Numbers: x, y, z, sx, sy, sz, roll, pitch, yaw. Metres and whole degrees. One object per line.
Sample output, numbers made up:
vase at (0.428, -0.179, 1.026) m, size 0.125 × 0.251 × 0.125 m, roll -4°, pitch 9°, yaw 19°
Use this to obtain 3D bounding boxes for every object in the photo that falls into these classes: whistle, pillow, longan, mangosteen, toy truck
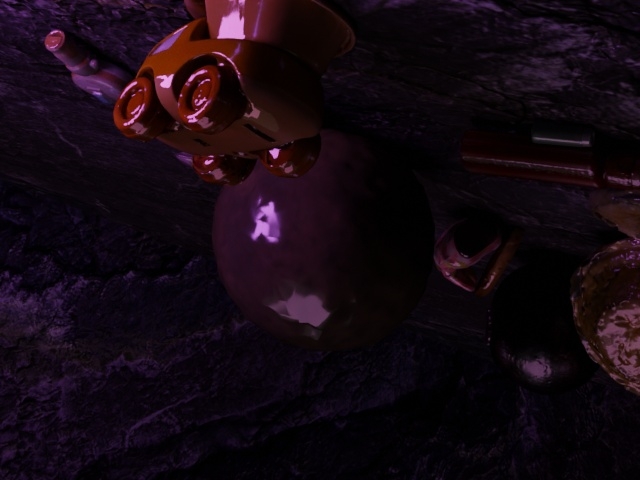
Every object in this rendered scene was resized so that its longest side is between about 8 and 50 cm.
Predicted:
whistle at (-0.388, -0.286, 1.729) m, size 0.107 × 0.057 × 0.220 m, roll 13°, pitch 168°, yaw 23°
pillow at (-0.196, -0.153, 2.191) m, size 0.232 × 0.038 × 0.130 m, roll 12°, pitch 172°, yaw 12°
longan at (0.000, 0.000, 1.728) m, size 0.391 × 0.391 × 0.391 m, roll 16°, pitch 170°, yaw 3°
mangosteen at (0.513, 0.192, 2.241) m, size 0.313 × 0.297 × 0.297 m, roll 7°, pitch 174°, yaw -21°
toy truck at (-0.106, -0.197, 1.313) m, size 0.288 × 0.212 × 0.204 m, roll 0°, pitch 160°, yaw 45°

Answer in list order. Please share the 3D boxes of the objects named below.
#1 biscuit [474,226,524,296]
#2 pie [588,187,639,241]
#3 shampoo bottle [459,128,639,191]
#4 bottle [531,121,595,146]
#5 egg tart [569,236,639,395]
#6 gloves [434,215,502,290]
biscuit at (0.366, 0.055, 2.130) m, size 0.033 × 0.144 × 0.224 m, roll 29°, pitch 164°, yaw 6°
pie at (0.552, -0.034, 1.592) m, size 0.274 × 0.055 × 0.274 m, roll 16°, pitch 171°, yaw 3°
shampoo bottle at (0.337, -0.115, 1.470) m, size 0.260 × 0.064 × 0.102 m, roll 10°, pitch 173°, yaw 31°
bottle at (0.332, -0.145, 1.409) m, size 0.083 × 0.030 × 0.030 m, roll 10°, pitch 168°, yaw 30°
egg tart at (0.602, 0.154, 1.866) m, size 0.341 × 0.341 × 0.132 m, roll 12°, pitch -147°, yaw 24°
gloves at (0.295, 0.019, 2.095) m, size 0.126 × 0.145 × 0.241 m, roll 26°, pitch 166°, yaw -1°
